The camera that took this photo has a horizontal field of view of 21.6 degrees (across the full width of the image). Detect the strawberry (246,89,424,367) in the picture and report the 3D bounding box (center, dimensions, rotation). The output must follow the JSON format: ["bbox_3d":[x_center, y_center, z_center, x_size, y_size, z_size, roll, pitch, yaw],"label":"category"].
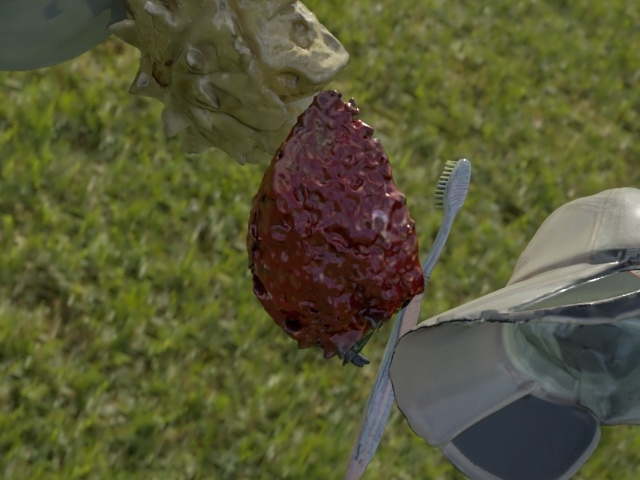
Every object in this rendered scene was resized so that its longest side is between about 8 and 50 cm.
[{"bbox_3d":[0.001,0.003,1.153,0.085,0.192,0.140,-27,66,-34],"label":"strawberry"}]

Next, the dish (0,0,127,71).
[{"bbox_3d":[-0.312,-0.323,1.639,0.316,0.316,0.106,27,8,-1],"label":"dish"}]

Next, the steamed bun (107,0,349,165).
[{"bbox_3d":[-0.106,-0.190,1.586,0.137,0.292,0.295,-29,42,-24],"label":"steamed bun"}]

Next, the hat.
[{"bbox_3d":[0.176,0.061,1.198,0.275,0.232,0.161,-14,50,-20],"label":"hat"}]

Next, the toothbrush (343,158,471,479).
[{"bbox_3d":[0.090,0.088,1.773,0.028,0.037,0.375,24,82,-34],"label":"toothbrush"}]
